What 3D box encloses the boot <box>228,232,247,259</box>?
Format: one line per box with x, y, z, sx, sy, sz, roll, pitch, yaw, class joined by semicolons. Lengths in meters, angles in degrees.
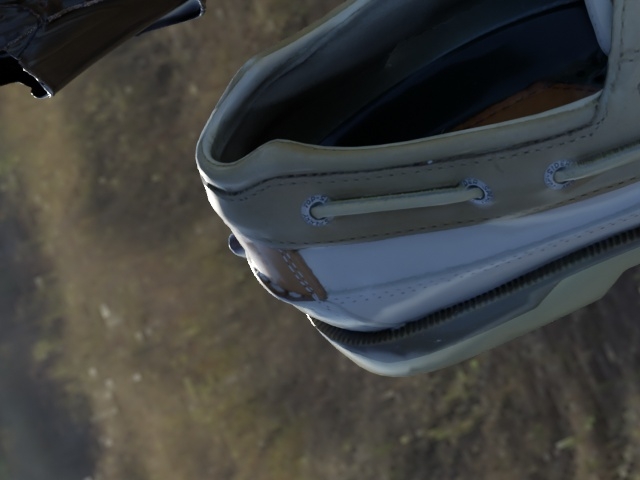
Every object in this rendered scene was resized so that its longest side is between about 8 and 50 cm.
0.000;0.000;1.195;0.087;0.118;0.042;-14;77;33;boot

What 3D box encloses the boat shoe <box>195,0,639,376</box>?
0.102;-0.065;0.521;0.103;0.302;0.113;41;-158;-43;boat shoe

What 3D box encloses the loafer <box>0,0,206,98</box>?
-0.168;-0.126;1.135;0.080;0.220;0.078;76;179;-73;loafer
